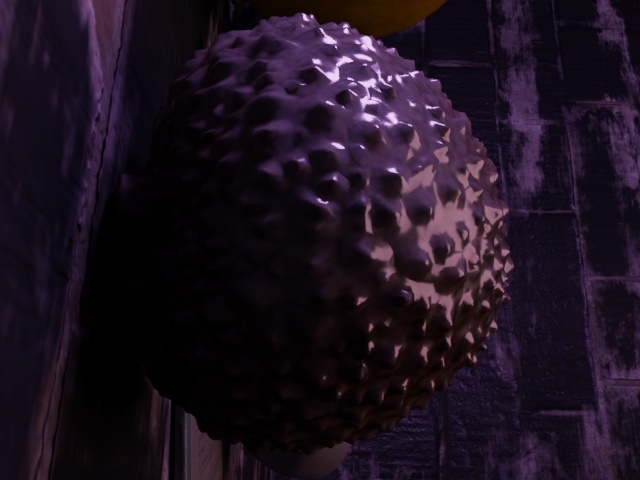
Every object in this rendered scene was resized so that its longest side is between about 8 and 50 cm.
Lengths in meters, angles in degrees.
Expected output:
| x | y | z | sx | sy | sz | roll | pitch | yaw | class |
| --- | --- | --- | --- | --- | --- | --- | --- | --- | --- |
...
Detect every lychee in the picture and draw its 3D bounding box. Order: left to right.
| x | y | z | sx | sy | sz | roll | pitch | yaw | class |
| --- | --- | --- | --- | --- | --- | --- | --- | --- | --- |
| 0.000 | -0.001 | 0.451 | 0.300 | 0.300 | 0.300 | -178 | -90 | -89 | lychee |

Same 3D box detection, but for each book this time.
| x | y | z | sx | sy | sz | roll | pitch | yaw | class |
| --- | --- | --- | --- | --- | --- | --- | --- | --- | --- |
| -0.132 | 0.193 | 0.713 | 0.215 | 0.025 | 0.282 | 89 | 2 | -89 | book |

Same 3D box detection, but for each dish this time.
| x | y | z | sx | sy | sz | roll | pitch | yaw | class |
| --- | --- | --- | --- | --- | --- | --- | --- | --- | --- |
| -0.055 | 0.255 | 1.052 | 0.117 | 0.256 | 0.256 | 21 | 64 | -47 | dish |

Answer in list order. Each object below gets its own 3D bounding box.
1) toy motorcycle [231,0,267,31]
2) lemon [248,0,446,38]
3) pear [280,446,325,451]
| x | y | z | sx | sy | sz | roll | pitch | yaw | class |
| --- | --- | --- | --- | --- | --- | --- | --- | --- | --- |
| -0.030 | -0.316 | 0.949 | 0.108 | 0.204 | 0.239 | 59 | 29 | -78 | toy motorcycle |
| 0.038 | -0.399 | 0.758 | 0.348 | 0.348 | 0.348 | -178 | -90 | -89 | lemon |
| -0.005 | 0.132 | 0.868 | 0.321 | 0.269 | 0.269 | -53 | -174 | 7 | pear |
